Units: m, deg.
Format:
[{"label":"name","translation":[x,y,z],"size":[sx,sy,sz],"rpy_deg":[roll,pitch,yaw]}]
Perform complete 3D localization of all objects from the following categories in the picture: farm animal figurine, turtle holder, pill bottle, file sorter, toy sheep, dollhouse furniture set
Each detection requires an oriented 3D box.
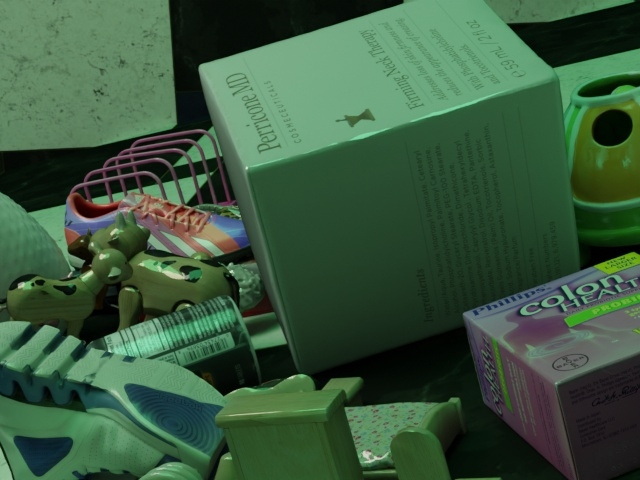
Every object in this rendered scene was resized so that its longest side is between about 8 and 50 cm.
[{"label":"farm animal figurine","translation":[-0.255,0.056,1.752],"size":[0.327,0.172,0.330],"rpy_deg":[11,16,7]},{"label":"turtle holder","translation":[0.443,-0.119,1.786],"size":[0.320,0.227,0.243],"rpy_deg":[-29,21,-38]},{"label":"pill bottle","translation":[-0.208,0.166,1.621],"size":[0.246,0.130,0.130],"rpy_deg":[-19,17,-11]},{"label":"file sorter","translation":[-0.314,-0.079,2.435],"size":[0.202,0.182,0.290],"rpy_deg":[-9,17,19]},{"label":"toy sheep","translation":[-0.151,0.269,1.303],"size":[0.091,0.091,0.132],"rpy_deg":[-11,17,16]},{"label":"dollhouse furniture set","translation":[0.059,0.165,1.301],"size":[0.303,0.173,0.355],"rpy_deg":[-7,19,27]}]

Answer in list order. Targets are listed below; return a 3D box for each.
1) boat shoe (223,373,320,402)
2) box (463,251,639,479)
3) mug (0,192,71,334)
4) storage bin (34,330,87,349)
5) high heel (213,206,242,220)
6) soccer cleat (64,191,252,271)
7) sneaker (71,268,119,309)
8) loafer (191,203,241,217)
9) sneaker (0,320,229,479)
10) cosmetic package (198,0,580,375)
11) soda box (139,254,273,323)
[{"label":"boat shoe","translation":[-0.063,0.194,1.555],"size":[0.133,0.048,0.042],"rpy_deg":[-19,-13,11]},{"label":"box","translation":[0.296,0.123,1.322],"size":[0.214,0.117,0.243],"rpy_deg":[-19,16,-10]},{"label":"mug","translation":[-0.570,0.084,1.929],"size":[0.374,0.328,0.276],"rpy_deg":[-46,47,8]},{"label":"storage bin","translation":[-0.400,0.194,1.790],"size":[0.122,0.084,0.180],"rpy_deg":[-29,20,-37]},{"label":"high heel","translation":[-0.084,-0.033,2.071],"size":[0.261,0.093,0.186],"rpy_deg":[-25,35,21]},{"label":"soccer cleat","translation":[-0.243,-0.019,1.960],"size":[0.318,0.116,0.108],"rpy_deg":[-2,19,17]},{"label":"sneaker","translation":[-0.397,0.089,2.126],"size":[0.226,0.086,0.163],"rpy_deg":[-24,16,-31]},{"label":"loafer","translation":[-0.129,-0.014,2.249],"size":[0.251,0.094,0.087],"rpy_deg":[5,0,29]},{"label":"sneaker","translation":[-0.256,0.225,1.492],"size":[0.316,0.182,0.127],"rpy_deg":[20,29,12]},{"label":"cosmetic package","translation":[0.090,-0.085,1.706],"size":[0.394,0.327,0.329],"rpy_deg":[-18,34,-6]},{"label":"soda box","translation":[-0.148,0.069,1.966],"size":[0.263,0.083,0.092],"rpy_deg":[-11,18,13]}]
